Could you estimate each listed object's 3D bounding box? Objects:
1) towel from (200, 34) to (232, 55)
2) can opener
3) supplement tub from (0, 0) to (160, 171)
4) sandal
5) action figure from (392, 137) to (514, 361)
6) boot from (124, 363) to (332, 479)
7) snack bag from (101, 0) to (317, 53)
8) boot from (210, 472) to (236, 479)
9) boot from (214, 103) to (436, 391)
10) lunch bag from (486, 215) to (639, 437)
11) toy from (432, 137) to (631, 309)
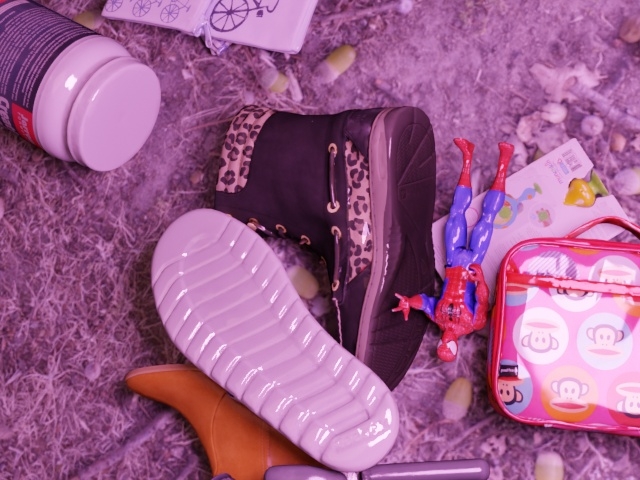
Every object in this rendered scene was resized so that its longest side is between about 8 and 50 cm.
[{"bbox_3d":[-0.099,-0.431,1.578,0.285,0.034,0.209,-38,66,3],"label":"towel"},{"bbox_3d":[0.072,0.308,1.274,0.280,0.093,0.074,-2,73,-4],"label":"can opener"},{"bbox_3d":[-0.391,-0.232,1.531,0.272,0.191,0.191,29,86,22],"label":"supplement tub"},{"bbox_3d":[-0.070,0.135,1.314,0.169,0.102,0.416,-39,67,-7],"label":"sandal"},{"bbox_3d":[0.167,0.010,1.278,0.092,0.139,0.280,8,87,25],"label":"action figure"},{"bbox_3d":[-0.127,0.272,1.367,0.295,0.104,0.211,0,76,13],"label":"boot"},{"bbox_3d":[-0.127,-0.438,1.552,0.343,0.037,0.323,17,78,21],"label":"snack bag"},{"bbox_3d":[-0.047,0.451,1.264,0.223,0.118,0.338,13,111,36],"label":"boot"},{"bbox_3d":[0.000,0.000,1.373,0.284,0.138,0.377,13,108,36],"label":"boot"},{"bbox_3d":[0.348,0.099,1.234,0.293,0.120,0.258,5,81,5],"label":"lunch bag"},{"bbox_3d":[0.261,-0.010,1.343,0.237,0.056,0.137,-33,70,14],"label":"toy"}]
